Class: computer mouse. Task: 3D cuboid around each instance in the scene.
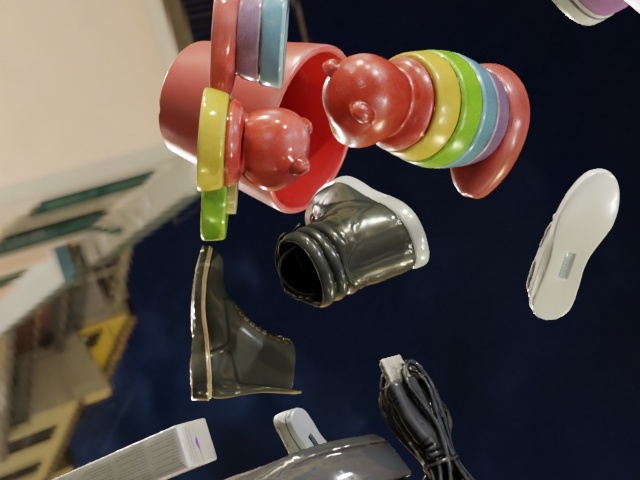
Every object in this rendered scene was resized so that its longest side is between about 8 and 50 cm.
[{"bbox_3d":[0.000,0.225,1.189,0.072,0.272,0.189,73,-7,-73],"label":"computer mouse"}]

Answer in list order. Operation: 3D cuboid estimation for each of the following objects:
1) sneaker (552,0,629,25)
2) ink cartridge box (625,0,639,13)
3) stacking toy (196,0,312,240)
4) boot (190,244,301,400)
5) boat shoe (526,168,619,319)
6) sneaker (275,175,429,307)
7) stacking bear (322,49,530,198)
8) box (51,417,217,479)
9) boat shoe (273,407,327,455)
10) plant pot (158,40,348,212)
[{"bbox_3d":[0.227,-0.345,1.326,0.282,0.102,0.161,40,-29,-12],"label":"sneaker"},{"bbox_3d":[0.336,-0.191,1.186,0.189,0.097,0.255,48,-15,28],"label":"ink cartridge box"},{"bbox_3d":[-0.075,-0.150,1.728,0.279,0.130,0.309,96,-2,-58],"label":"stacking toy"},{"bbox_3d":[-0.094,0.106,1.749,0.077,0.137,0.198,111,-21,-70],"label":"boot"},{"bbox_3d":[0.275,-0.002,1.544,0.063,0.066,0.184,-110,-151,-61],"label":"boat shoe"},{"bbox_3d":[0.000,0.000,1.625,0.295,0.146,0.105,20,-52,68],"label":"sneaker"},{"bbox_3d":[0.120,-0.168,1.781,0.164,0.289,0.175,-45,-122,34],"label":"stacking bear"},{"bbox_3d":[-0.286,0.342,2.054,0.324,0.063,0.067,-28,-103,37],"label":"box"},{"bbox_3d":[-0.014,0.207,1.347,0.035,0.035,0.100,-16,-68,41],"label":"boat shoe"},{"bbox_3d":[-0.112,-0.205,2.266,0.243,0.275,0.275,17,-59,27],"label":"plant pot"}]
